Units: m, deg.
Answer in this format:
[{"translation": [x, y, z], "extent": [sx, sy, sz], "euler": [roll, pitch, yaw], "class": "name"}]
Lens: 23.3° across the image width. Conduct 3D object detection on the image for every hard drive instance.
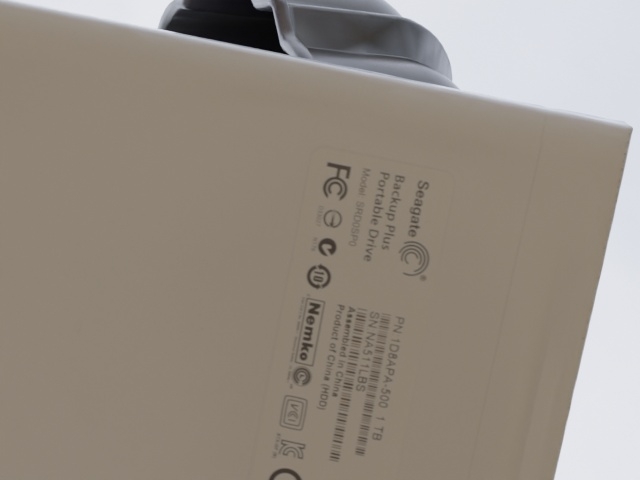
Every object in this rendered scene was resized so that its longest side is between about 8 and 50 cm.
[{"translation": [-0.065, 0.027, 0.583], "extent": [0.319, 0.040, 0.210], "euler": [12, -81, 6], "class": "hard drive"}]

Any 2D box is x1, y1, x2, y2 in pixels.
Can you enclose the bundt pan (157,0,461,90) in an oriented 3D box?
[{"translation": [0.000, 0.000, 0.910], "extent": [0.124, 0.331, 0.330], "euler": [-6, -79, -24], "class": "bundt pan"}]
